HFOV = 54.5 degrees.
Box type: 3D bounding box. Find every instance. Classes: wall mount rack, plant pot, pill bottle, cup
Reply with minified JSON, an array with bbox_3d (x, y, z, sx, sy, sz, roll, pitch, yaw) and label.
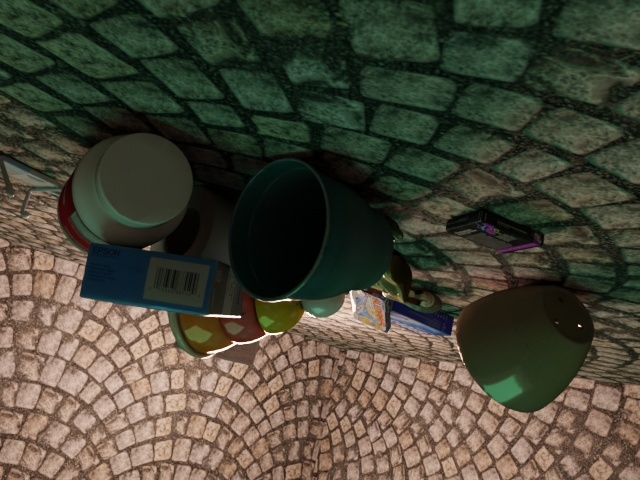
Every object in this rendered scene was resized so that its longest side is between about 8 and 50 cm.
[{"bbox_3d":[-0.803,-0.138,1.679,0.304,0.130,0.350,3,163,35],"label":"wall mount rack"},{"bbox_3d":[0.000,0.000,1.241,0.272,0.271,0.255,0,170,43],"label":"plant pot"},{"bbox_3d":[-0.413,-0.090,1.309,0.229,0.228,0.408,21,163,-25],"label":"pill bottle"},{"bbox_3d":[0.555,0.244,1.607,0.331,0.330,0.237,19,138,-18],"label":"cup"}]

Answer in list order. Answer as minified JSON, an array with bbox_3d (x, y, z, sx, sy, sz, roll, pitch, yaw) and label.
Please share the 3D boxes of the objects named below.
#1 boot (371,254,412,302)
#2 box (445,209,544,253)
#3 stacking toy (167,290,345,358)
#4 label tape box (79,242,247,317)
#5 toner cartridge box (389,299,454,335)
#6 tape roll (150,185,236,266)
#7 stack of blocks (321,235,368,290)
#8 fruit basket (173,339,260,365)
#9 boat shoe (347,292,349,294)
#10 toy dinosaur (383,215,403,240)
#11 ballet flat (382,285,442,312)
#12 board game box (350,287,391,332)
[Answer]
[{"bbox_3d":[0.143,0.099,1.766,0.204,0.095,0.262,7,162,24],"label":"boot"},{"bbox_3d":[0.357,-0.016,1.277,0.162,0.029,0.116,18,164,-22],"label":"box"},{"bbox_3d":[-0.164,0.169,1.789,0.481,0.350,0.350,-2,160,22],"label":"stacking toy"},{"bbox_3d":[-0.300,0.092,1.298,0.249,0.115,0.347,7,175,6],"label":"label tape box"},{"bbox_3d":[0.321,0.271,2.286,0.348,0.075,0.165,25,160,-37],"label":"toner cartridge box"},{"bbox_3d":[-0.276,0.009,1.521,0.246,0.246,0.169,0,160,43],"label":"tape roll"},{"bbox_3d":[-0.023,0.007,1.464,0.297,0.087,0.171,30,173,-19],"label":"stack of blocks"},{"bbox_3d":[-0.366,0.288,2.430,0.327,0.352,0.165,11,164,9],"label":"fruit basket"},{"bbox_3d":[0.011,0.190,2.115,0.123,0.123,0.342,1,174,-27],"label":"boat shoe"},{"bbox_3d":[0.104,-0.028,1.416,0.268,0.064,0.118,6,160,44],"label":"toy dinosaur"},{"bbox_3d":[0.301,0.181,1.982,0.213,0.072,0.068,17,161,-11],"label":"ballet flat"},{"bbox_3d":[0.172,0.225,2.126,0.136,0.035,0.201,21,145,26],"label":"board game box"}]
